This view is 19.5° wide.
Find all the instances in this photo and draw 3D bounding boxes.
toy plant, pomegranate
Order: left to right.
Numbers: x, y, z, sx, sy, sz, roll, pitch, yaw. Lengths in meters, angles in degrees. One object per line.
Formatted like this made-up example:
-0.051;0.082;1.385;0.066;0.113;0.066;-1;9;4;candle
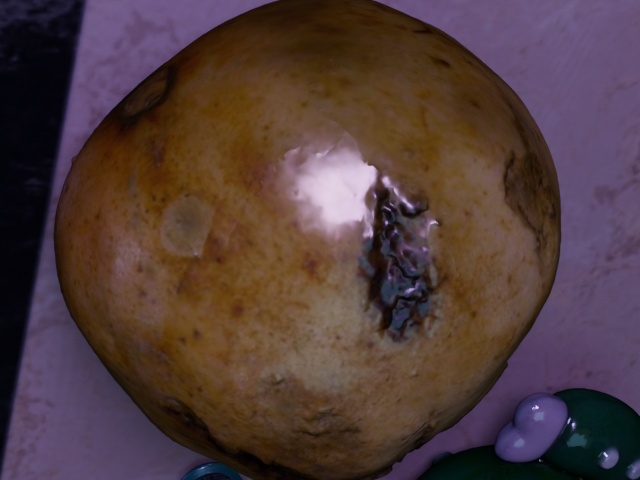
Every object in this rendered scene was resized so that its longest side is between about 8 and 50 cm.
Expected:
0.000;0.000;0.961;0.260;0.260;0.260;-11;131;-13;pomegranate
0.130;0.200;1.258;0.232;0.112;0.243;-36;138;3;toy plant

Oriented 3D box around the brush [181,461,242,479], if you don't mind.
-0.050;0.218;1.257;0.043;0.032;0.193;-23;131;-2;brush
